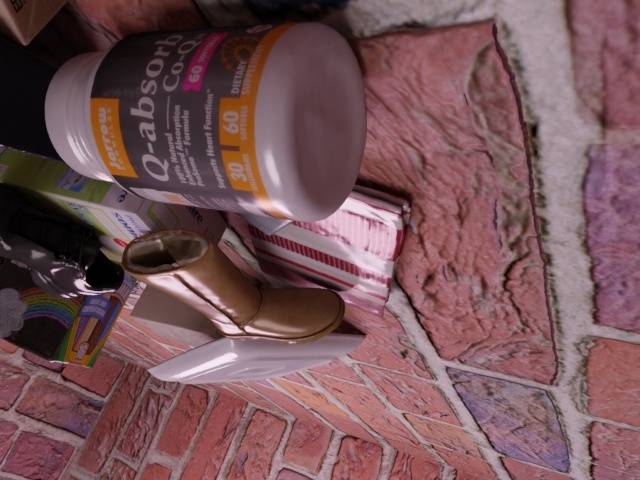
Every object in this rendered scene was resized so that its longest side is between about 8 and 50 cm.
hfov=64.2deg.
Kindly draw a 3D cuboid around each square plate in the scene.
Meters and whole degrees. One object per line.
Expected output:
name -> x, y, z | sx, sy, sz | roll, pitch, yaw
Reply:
square plate -> -0.134, 0.257, 1.088 | 0.347, 0.049, 0.344 | 11, 152, -41

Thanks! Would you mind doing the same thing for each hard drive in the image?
hard drive -> -0.070, -0.055, 0.645 | 0.094, 0.022, 0.135 | 35, 152, -17

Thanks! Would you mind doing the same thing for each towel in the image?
towel -> 0.000, 0.000, 0.746 | 0.237, 0.037, 0.329 | 20, 153, 11

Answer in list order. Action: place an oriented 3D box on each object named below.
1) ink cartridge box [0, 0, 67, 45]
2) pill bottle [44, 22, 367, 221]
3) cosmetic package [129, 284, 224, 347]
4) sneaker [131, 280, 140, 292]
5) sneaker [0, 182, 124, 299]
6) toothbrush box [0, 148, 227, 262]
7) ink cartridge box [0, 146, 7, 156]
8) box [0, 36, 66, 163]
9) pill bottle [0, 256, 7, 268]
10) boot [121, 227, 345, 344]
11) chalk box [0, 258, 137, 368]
ink cartridge box -> -0.331, -0.292, 0.390 | 0.193, 0.088, 0.234 | 21, 155, 2
pill bottle -> -0.110, -0.110, 0.475 | 0.278, 0.162, 0.162 | 8, 151, 27
cosmetic package -> -0.309, 0.199, 1.287 | 0.309, 0.113, 0.160 | 5, 150, 33
sneaker -> -0.429, 0.060, 1.170 | 0.063, 0.073, 0.162 | 13, 144, -39
sneaker -> -0.390, -0.002, 0.724 | 0.130, 0.109, 0.286 | 0, 154, 21
toothbrush box -> -0.321, -0.058, 0.795 | 0.283, 0.122, 0.206 | 12, 153, 19
ink cartridge box -> -0.631, -0.117, 0.873 | 0.233, 0.171, 0.168 | 31, 153, -16
box -> -0.397, -0.178, 0.547 | 0.261, 0.103, 0.184 | 22, 180, 13
pill bottle -> -0.698, -0.002, 0.977 | 0.245, 0.130, 0.130 | 64, 150, 4
boot -> -0.109, 0.072, 0.742 | 0.236, 0.089, 0.269 | -12, 148, 13
chalk box -> -0.491, 0.080, 1.007 | 0.180, 0.289, 0.179 | 22, 162, 5
